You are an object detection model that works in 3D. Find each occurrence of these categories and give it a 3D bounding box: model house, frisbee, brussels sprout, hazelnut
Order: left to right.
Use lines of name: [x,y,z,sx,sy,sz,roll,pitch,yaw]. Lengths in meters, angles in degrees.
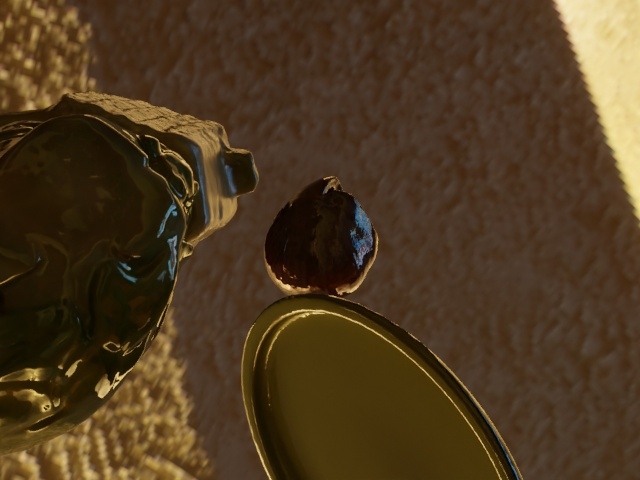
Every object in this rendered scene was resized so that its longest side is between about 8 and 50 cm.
brussels sprout: [-0.159,0.017,1.011,0.223,0.223,0.161,-40,-79,-29]
model house: [-0.170,-0.040,1.339,0.234,0.193,0.175,-14,-87,5]
hazelnut: [0.000,0.000,1.240,0.086,0.086,0.086,7,-117,-14]
frisbee: [0.038,0.133,1.040,0.017,0.236,0.236,-31,-103,-33]
